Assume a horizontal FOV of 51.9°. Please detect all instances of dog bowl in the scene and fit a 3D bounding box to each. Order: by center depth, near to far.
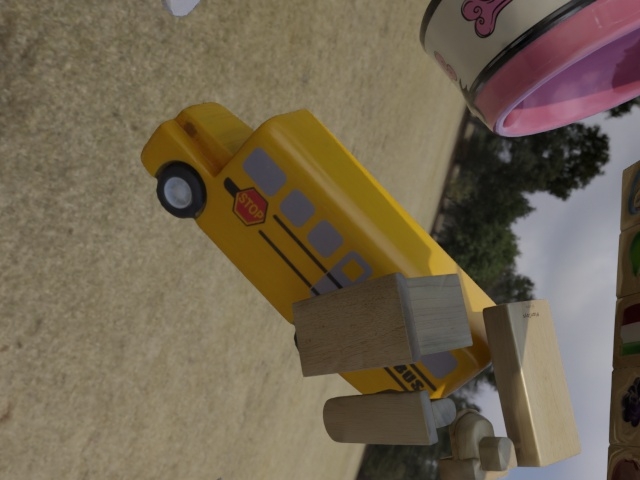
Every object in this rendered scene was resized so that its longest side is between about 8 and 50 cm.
[{"bbox_3d":[0.333,-0.262,0.770,0.408,0.408,0.150,54,15,-81],"label":"dog bowl"}]

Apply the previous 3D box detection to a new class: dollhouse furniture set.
[{"bbox_3d":[0.083,0.102,0.492,0.123,0.151,0.144,-22,-106,52],"label":"dollhouse furniture set"}]

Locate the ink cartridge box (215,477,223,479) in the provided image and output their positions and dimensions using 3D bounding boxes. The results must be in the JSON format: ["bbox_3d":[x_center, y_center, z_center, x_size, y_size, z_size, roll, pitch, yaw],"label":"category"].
[{"bbox_3d":[-0.096,0.327,0.698,0.060,0.104,0.180,-31,-166,-15],"label":"ink cartridge box"}]

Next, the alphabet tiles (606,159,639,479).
[{"bbox_3d":[0.180,0.023,0.252,0.237,0.009,0.198,117,-17,-74],"label":"alphabet tiles"}]

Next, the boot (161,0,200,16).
[{"bbox_3d":[-0.195,-0.448,0.889,0.095,0.123,0.258,-30,147,-62],"label":"boot"}]

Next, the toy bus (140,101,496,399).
[{"bbox_3d":[0.000,0.000,0.587,0.130,0.332,0.108,-45,176,28],"label":"toy bus"}]
